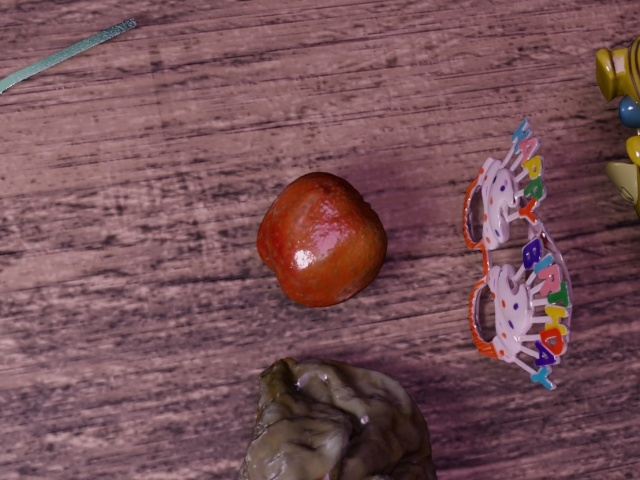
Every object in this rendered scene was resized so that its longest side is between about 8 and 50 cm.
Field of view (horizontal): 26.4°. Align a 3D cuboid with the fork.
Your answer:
[{"bbox_3d":[-0.283,-0.161,1.326,0.235,0.021,0.039,-28,85,-19],"label":"fork"}]

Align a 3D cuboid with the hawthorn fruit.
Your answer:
[{"bbox_3d":[0.000,0.000,1.289,0.128,0.128,0.128,3,74,-10],"label":"hawthorn fruit"}]

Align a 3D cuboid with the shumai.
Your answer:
[{"bbox_3d":[0.026,0.202,1.195,0.184,0.185,0.218,6,73,-10],"label":"shumai"}]

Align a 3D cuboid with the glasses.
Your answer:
[{"bbox_3d":[0.207,0.018,1.298,0.095,0.162,0.255,-3,76,-16],"label":"glasses"}]

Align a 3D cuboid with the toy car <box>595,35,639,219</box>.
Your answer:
[{"bbox_3d":[0.352,-0.094,1.354,0.142,0.200,0.248,-14,75,8],"label":"toy car"}]
